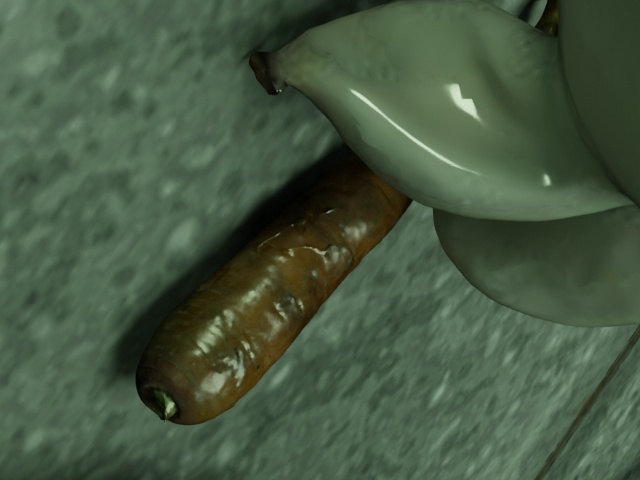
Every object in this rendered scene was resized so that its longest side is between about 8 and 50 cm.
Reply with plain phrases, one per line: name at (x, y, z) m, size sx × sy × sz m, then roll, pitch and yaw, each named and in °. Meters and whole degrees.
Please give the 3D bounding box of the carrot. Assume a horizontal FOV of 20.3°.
carrot at (0.000, -0.001, 0.578) m, size 0.165 × 0.036 × 0.035 m, roll -45°, pitch 150°, yaw -26°

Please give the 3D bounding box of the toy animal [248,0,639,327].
toy animal at (0.137, -0.112, 0.484) m, size 0.183 × 0.247 × 0.310 m, roll 9°, pitch 96°, yaw -39°

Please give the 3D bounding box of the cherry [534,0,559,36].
cherry at (0.155, -0.060, 0.717) m, size 0.107 × 0.090 × 0.225 m, roll -46°, pitch 144°, yaw 4°
